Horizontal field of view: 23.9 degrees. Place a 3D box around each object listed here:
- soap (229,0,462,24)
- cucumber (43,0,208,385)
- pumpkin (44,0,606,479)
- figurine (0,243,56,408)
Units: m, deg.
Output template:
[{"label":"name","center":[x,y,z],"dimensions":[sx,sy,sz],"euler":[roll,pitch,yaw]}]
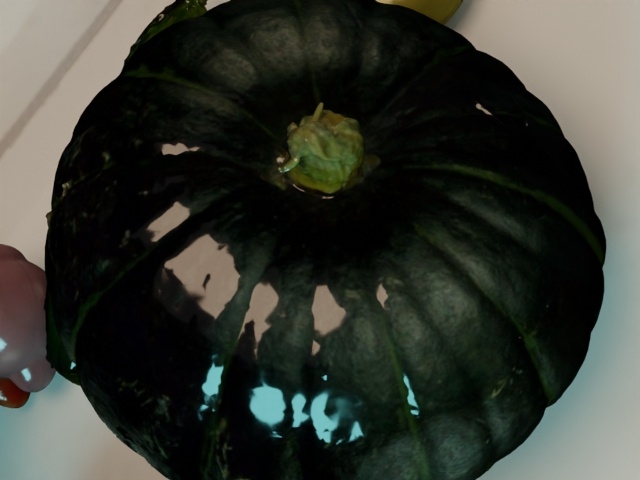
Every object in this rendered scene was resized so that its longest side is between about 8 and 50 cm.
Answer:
[{"label":"soap","center":[0.011,-0.128,0.784],"dimensions":[0.140,0.045,0.089],"euler":[-28,69,22]},{"label":"cucumber","center":[-0.098,-0.032,0.815],"dimensions":[0.069,0.069,0.227],"euler":[12,82,32]},{"label":"pumpkin","center":[0.000,0.000,0.667],"dimensions":[0.250,0.216,0.250],"euler":[1,67,-2]},{"label":"figurine","center":[-0.174,0.046,0.839],"dimensions":[0.071,0.067,0.083],"euler":[-44,75,37]}]
